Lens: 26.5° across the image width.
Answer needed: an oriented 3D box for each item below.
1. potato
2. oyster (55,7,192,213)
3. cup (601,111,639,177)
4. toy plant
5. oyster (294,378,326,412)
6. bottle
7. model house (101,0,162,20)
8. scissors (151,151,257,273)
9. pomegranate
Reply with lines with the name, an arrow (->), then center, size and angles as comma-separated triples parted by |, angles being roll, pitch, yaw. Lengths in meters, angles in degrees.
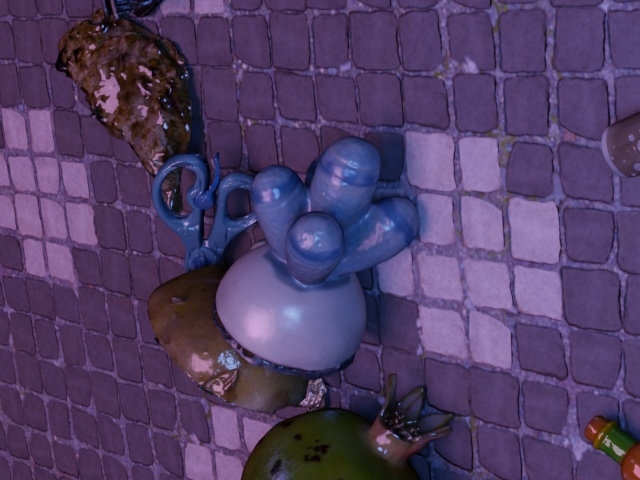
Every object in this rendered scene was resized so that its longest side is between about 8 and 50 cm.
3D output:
potato -> -0.130, 0.124, 2.072 | 0.299, 0.239, 0.116 | 48, 130, 34
oyster -> -0.305, -0.240, 2.215 | 0.396, 0.111, 0.204 | 48, 128, 26
cup -> 0.397, -0.112, 1.604 | 0.099, 0.102, 0.074 | -21, 50, 47
toy plant -> 0.000, 0.000, 1.917 | 0.247, 0.247, 0.332 | 40, 126, 28
oyster -> -0.035, 0.231, 2.157 | 0.100, 0.037, 0.098 | 3, 106, 44
bottle -> 0.413, 0.288, 1.715 | 0.187, 0.069, 0.069 | 37, 127, 29
model house -> -0.301, -0.439, 2.099 | 0.141, 0.164, 0.203 | 8, 107, 37
scissors -> -0.195, 0.019, 2.193 | 0.180, 0.032, 0.393 | 11, 130, -3
pomegranate -> 0.039, 0.362, 1.960 | 0.291, 0.291, 0.323 | 54, 128, 16
